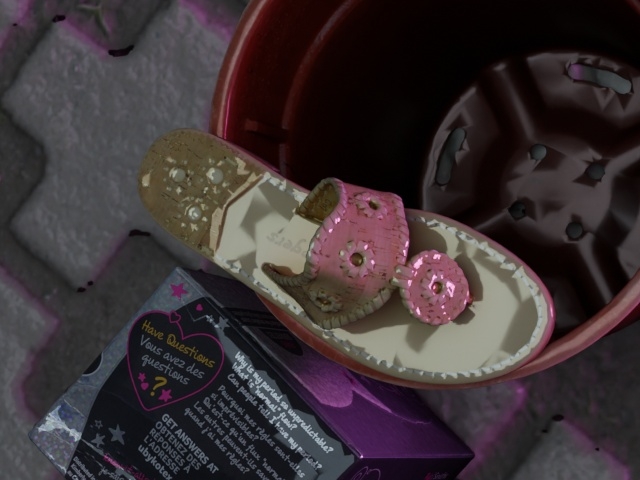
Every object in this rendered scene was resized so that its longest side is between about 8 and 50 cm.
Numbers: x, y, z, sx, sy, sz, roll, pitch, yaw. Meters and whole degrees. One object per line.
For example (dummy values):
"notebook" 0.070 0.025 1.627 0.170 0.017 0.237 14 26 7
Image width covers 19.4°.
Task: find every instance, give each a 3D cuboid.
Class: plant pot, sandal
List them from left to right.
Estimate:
"sandal" -0.003 0.006 0.951 0.240 0.079 0.088 26 94 21
"plant pot" 0.112 -0.045 1.099 0.272 0.265 0.272 -2 84 20

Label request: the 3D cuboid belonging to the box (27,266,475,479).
"box" -0.033 0.123 1.142 0.163 0.247 0.142 45 98 19
